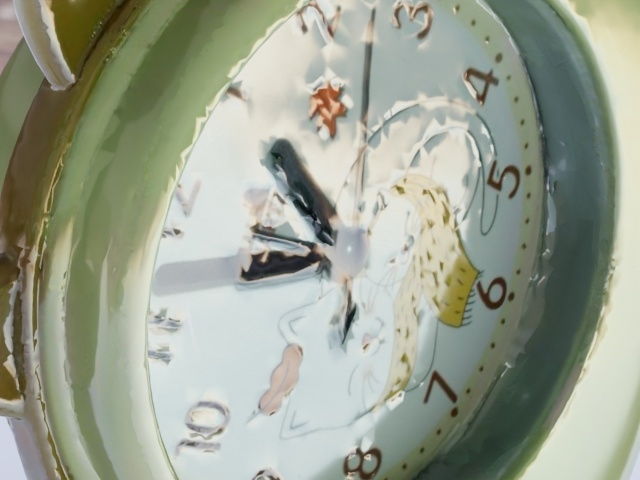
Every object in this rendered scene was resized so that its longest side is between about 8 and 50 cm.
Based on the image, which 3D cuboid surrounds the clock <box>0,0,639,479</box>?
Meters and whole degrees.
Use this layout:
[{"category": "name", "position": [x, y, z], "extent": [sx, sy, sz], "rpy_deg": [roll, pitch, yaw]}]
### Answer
[{"category": "clock", "position": [0.000, 0.000, 0.635], "extent": [0.348, 0.286, 0.117], "rpy_deg": [15, -177, -44]}]
